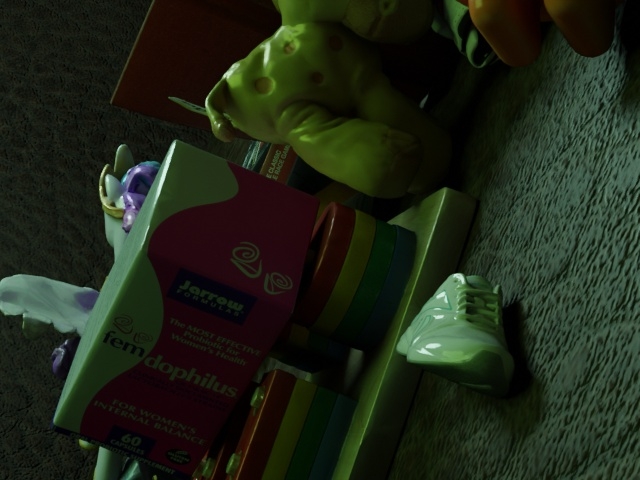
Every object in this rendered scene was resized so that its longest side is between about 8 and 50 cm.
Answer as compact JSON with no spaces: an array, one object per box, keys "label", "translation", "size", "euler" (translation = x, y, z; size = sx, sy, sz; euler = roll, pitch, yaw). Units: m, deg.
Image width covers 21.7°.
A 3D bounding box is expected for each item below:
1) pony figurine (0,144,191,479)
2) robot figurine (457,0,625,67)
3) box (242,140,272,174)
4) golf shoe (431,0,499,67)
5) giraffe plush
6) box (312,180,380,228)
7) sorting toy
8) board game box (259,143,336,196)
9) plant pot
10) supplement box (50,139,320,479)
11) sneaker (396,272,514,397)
[{"label":"pony figurine","translation":[-0.206,0.102,1.829],"size":[0.351,0.302,0.363],"euler":[-125,35,-71]},{"label":"robot figurine","translation":[0.123,-0.210,0.938],"size":[0.158,0.128,0.219],"euler":[-29,53,58]},{"label":"box","translation":[0.004,-0.202,1.857],"size":[0.242,0.076,0.307],"euler":[128,161,-60]},{"label":"golf shoe","translation":[0.109,-0.163,1.183],"size":[0.186,0.067,0.086],"euler":[157,133,-77]},{"label":"giraffe plush","translation":[0.015,-0.145,1.209],"size":[0.181,0.210,0.170],"euler":[-95,24,-75]},{"label":"box","translation":[0.000,0.000,1.340],"size":[0.136,0.028,0.081],"euler":[-37,-35,-43]},{"label":"sorting toy","translation":[-0.005,0.091,1.187],"size":[0.257,0.089,0.255],"euler":[145,146,-74]},{"label":"board game box","translation":[-0.027,-0.002,1.438],"size":[0.281,0.027,0.145],"euler":[27,-96,-79]},{"label":"plant pot","translation":[-0.004,-0.223,1.429],"size":[0.267,0.235,0.267],"euler":[135,158,-67]},{"label":"supplement box","translation":[-0.097,0.053,1.168],"size":[0.114,0.111,0.220],"euler":[-77,13,-45]},{"label":"sneaker","translation":[0.077,0.048,0.924],"size":[0.061,0.053,0.152],"euler":[-65,9,1]}]
